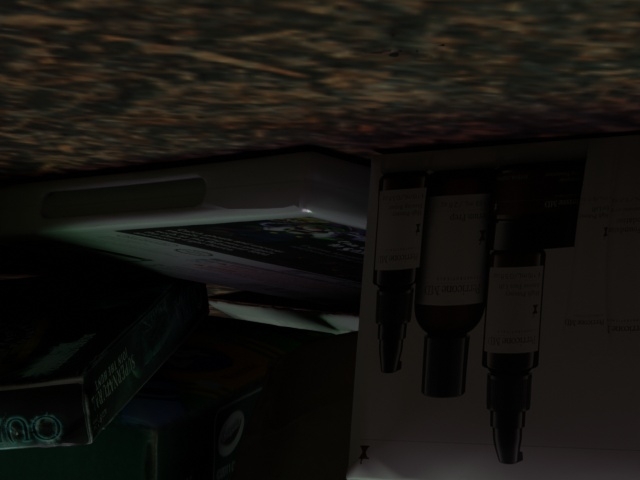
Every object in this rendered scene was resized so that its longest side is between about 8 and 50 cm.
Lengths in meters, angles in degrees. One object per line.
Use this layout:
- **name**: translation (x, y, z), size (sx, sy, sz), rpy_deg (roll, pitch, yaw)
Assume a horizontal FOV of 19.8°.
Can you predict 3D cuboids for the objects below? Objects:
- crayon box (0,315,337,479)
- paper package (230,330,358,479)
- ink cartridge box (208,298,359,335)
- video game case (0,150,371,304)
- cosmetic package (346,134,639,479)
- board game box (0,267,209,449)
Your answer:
- **crayon box**: translation (-0.176, 0.078, 0.844), size (0.322, 0.083, 0.203), rpy_deg (6, -171, 21)
- **paper package**: translation (0.166, 0.150, 0.682), size (0.309, 0.168, 0.325), rpy_deg (29, 156, -27)
- **ink cartridge box**: translation (0.172, 0.076, 0.941), size (0.385, 0.091, 0.308), rpy_deg (26, 169, -24)
- **video game case**: translation (0.000, 0.000, 0.656), size (0.173, 0.022, 0.190), rpy_deg (-3, 169, 44)
- **cosmetic package**: translation (0.120, 0.022, 0.475), size (0.239, 0.099, 0.060), rpy_deg (-3, 170, 37)
- **board game box**: translation (-0.121, 0.043, 0.685), size (0.126, 0.026, 0.186), rpy_deg (-5, -170, 10)
